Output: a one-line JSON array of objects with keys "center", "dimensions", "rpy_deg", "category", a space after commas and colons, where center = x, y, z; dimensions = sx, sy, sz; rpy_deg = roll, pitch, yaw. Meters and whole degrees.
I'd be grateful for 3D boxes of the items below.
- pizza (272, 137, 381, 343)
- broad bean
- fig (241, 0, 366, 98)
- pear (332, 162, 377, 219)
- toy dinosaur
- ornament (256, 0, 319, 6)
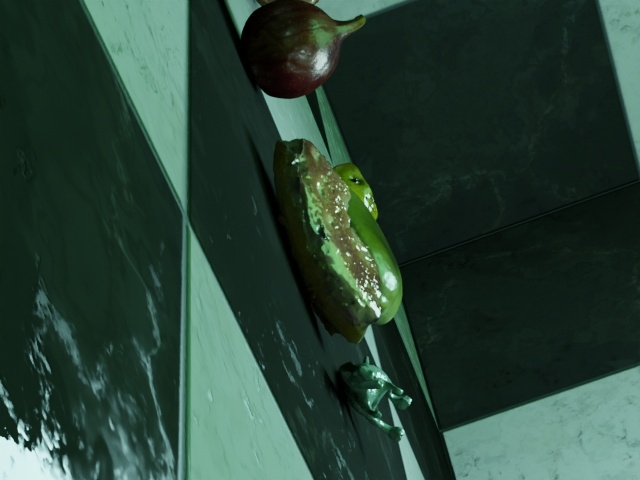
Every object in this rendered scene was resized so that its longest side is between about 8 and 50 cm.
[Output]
[{"center": [0.000, 0.000, 1.655], "dimensions": [0.161, 0.086, 0.305], "rpy_deg": [-4, 71, -62], "category": "pizza"}, {"center": [0.053, 0.029, 1.927], "dimensions": [0.238, 0.119, 0.291], "rpy_deg": [57, 8, -28], "category": "broad bean"}, {"center": [-0.024, -0.325, 1.943], "dimensions": [0.175, 0.207, 0.175], "rpy_deg": [-18, 90, -84], "category": "fig"}, {"center": [0.035, -0.068, 2.193], "dimensions": [0.141, 0.104, 0.141], "rpy_deg": [54, -23, 36], "category": "pear"}, {"center": [0.083, 0.226, 1.704], "dimensions": [0.129, 0.076, 0.383], "rpy_deg": [51, -5, 8], "category": "toy dinosaur"}, {"center": [-0.071, -0.582, 2.481], "dimensions": [0.235, 0.221, 0.217], "rpy_deg": [44, 1, 1], "category": "ornament"}]
